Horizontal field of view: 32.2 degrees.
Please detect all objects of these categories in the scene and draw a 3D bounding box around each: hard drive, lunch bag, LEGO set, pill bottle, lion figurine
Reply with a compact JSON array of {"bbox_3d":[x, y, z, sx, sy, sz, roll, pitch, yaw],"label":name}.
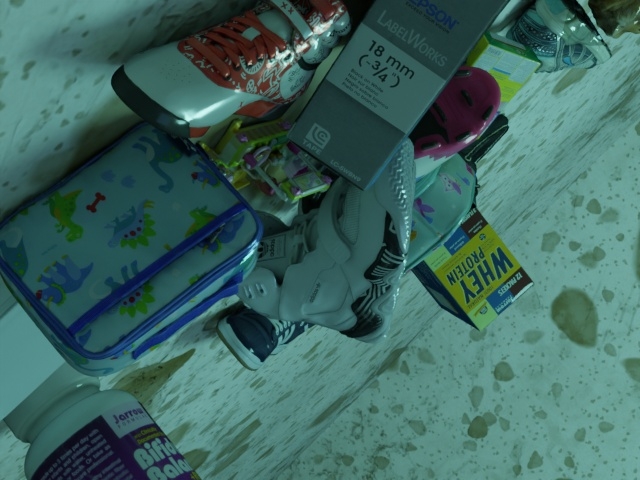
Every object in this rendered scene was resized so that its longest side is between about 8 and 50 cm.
[{"bbox_3d":[-0.370,0.149,1.176,0.353,0.047,0.233,-43,166,2],"label":"hard drive"},{"bbox_3d":[-0.172,0.008,1.018,0.219,0.176,0.090,-36,165,-20],"label":"lunch bag"},{"bbox_3d":[-0.092,-0.046,1.214,0.287,0.107,0.132,-34,164,-32],"label":"LEGO set"},{"bbox_3d":[-0.259,0.294,1.378,0.169,0.301,0.169,-39,167,-11],"label":"pill bottle"},{"bbox_3d":[0.106,-0.028,1.695,0.279,0.108,0.224,-40,-168,25],"label":"lunch bag"},{"bbox_3d":[0.418,-0.396,1.558,0.392,0.142,0.240,-2,147,-48],"label":"lion figurine"}]

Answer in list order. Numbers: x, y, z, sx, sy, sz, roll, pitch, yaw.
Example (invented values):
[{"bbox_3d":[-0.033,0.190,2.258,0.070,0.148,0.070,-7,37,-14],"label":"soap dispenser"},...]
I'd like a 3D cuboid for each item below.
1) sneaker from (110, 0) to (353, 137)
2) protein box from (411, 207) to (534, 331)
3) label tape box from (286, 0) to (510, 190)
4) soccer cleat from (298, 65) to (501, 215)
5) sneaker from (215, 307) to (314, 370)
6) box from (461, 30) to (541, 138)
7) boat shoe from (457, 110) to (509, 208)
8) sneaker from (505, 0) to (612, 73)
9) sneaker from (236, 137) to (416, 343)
[{"bbox_3d":[-0.065,-0.173,0.954,0.145,0.090,0.270,-49,168,23],"label":"sneaker"},{"bbox_3d":[0.253,0.035,2.057,0.136,0.200,0.201,-41,-164,-5],"label":"protein box"},{"bbox_3d":[0.121,-0.239,1.075,0.333,0.106,0.240,-53,-177,39],"label":"label tape box"},{"bbox_3d":[0.100,-0.125,1.539,0.331,0.116,0.143,-37,179,-5],"label":"soccer cleat"},{"bbox_3d":[-0.065,0.121,1.801,0.153,0.099,0.282,-39,174,9],"label":"sneaker"},{"bbox_3d":[0.222,-0.215,1.599,0.105,0.043,0.179,13,130,-32],"label":"box"},{"bbox_3d":[0.218,-0.086,1.920,0.340,0.113,0.127,-40,165,-9],"label":"boat shoe"},{"bbox_3d":[0.356,-0.310,1.700,0.122,0.110,0.283,-34,162,20],"label":"sneaker"},{"bbox_3d":[0.000,0.000,1.372,0.366,0.210,0.137,97,1,-53],"label":"sneaker"}]
